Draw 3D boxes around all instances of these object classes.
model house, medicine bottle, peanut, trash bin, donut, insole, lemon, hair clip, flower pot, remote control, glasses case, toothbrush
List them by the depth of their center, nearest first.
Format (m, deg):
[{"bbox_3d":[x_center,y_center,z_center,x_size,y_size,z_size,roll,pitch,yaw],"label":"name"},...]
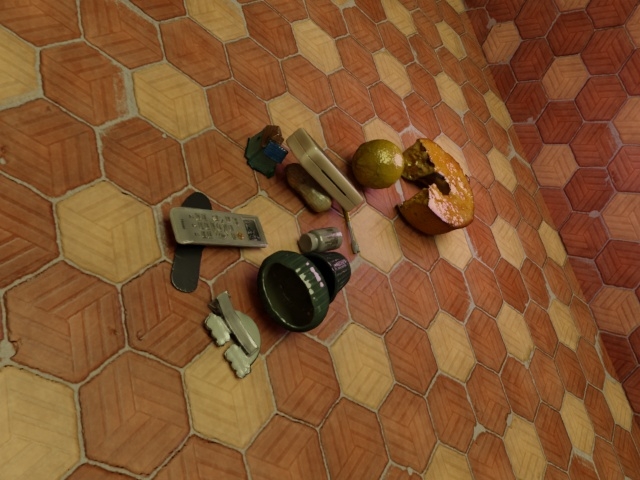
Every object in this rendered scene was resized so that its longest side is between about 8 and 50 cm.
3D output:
[{"bbox_3d":[-0.224,0.244,1.438,0.220,0.054,0.140,59,38,-3],"label":"hair clip"},{"bbox_3d":[-0.354,-0.004,1.486,0.109,0.007,0.322,25,52,-33],"label":"insole"},{"bbox_3d":[-0.077,0.144,1.527,0.243,0.189,0.157,63,8,4],"label":"flower pot"},{"bbox_3d":[-0.288,-0.026,1.527,0.313,0.055,0.109,4,57,-49],"label":"remote control"},{"bbox_3d":[0.013,0.108,1.662,0.161,0.175,0.175,-18,80,-57],"label":"trash bin"},{"bbox_3d":[-0.155,-0.308,1.744,0.119,0.148,0.148,30,52,-28],"label":"model house"},{"bbox_3d":[0.000,0.000,1.762,0.140,0.079,0.079,-10,74,-45],"label":"medicine bottle"},{"bbox_3d":[0.019,-0.232,1.808,0.336,0.076,0.144,41,15,-48],"label":"glasses case"},{"bbox_3d":[-0.042,-0.180,1.821,0.207,0.087,0.087,47,44,-13],"label":"peanut"},{"bbox_3d":[0.099,-0.087,1.948,0.024,0.021,0.288,12,59,-51],"label":"toothbrush"},{"bbox_3d":[0.221,-0.291,2.052,0.231,0.192,0.192,-8,73,-46],"label":"lemon"},{"bbox_3d":[0.485,-0.195,2.272,0.377,0.163,0.435,30,48,-29],"label":"donut"}]
